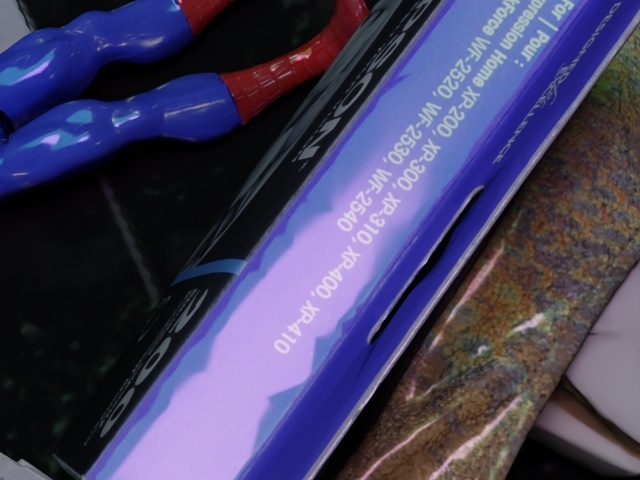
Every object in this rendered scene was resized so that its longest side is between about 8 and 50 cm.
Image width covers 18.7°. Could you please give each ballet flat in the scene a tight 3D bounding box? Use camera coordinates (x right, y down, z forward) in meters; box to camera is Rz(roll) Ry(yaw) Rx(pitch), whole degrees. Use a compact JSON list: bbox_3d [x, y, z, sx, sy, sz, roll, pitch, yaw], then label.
[{"bbox_3d":[0.047,0.070,0.611,0.123,0.123,0.348,25,70,22],"label":"ballet flat"}]

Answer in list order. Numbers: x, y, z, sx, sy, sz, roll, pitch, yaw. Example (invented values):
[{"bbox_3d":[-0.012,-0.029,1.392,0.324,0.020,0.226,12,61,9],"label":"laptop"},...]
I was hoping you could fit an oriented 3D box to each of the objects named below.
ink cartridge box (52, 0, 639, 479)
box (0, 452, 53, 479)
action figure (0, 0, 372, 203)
[{"bbox_3d":[0.000,0.000,0.587,0.045,0.208,0.206,38,80,-9],"label":"ink cartridge box"},{"bbox_3d":[-0.179,0.209,0.599,0.063,0.067,0.324,27,70,21],"label":"box"},{"bbox_3d":[-0.127,-0.055,0.690,0.280,0.139,0.091,-30,60,-2],"label":"action figure"}]
